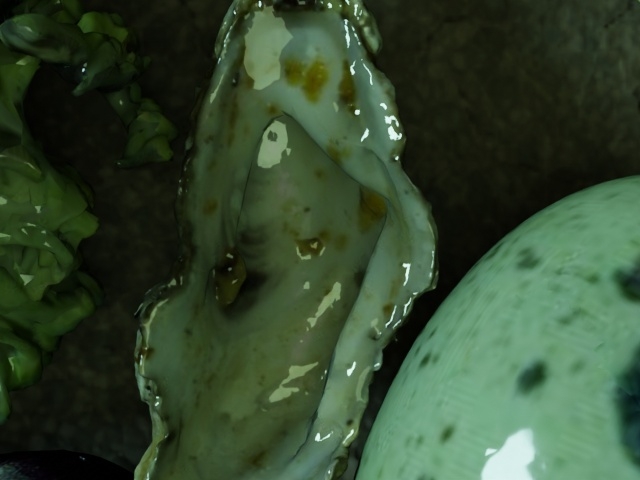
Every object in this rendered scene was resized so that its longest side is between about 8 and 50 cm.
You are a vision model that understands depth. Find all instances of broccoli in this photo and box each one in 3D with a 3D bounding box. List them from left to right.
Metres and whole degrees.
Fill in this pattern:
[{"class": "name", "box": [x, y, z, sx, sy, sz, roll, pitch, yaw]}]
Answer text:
[{"class": "broccoli", "box": [-0.247, -0.061, 0.590, 0.272, 0.324, 0.334, 12, 98, 40]}]

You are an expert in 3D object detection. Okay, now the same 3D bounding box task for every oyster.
[{"class": "oyster", "box": [-0.023, -0.006, 0.630, 0.166, 0.110, 0.341, -5, 79, 2]}]

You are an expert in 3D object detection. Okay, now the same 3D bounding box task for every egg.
[{"class": "egg", "box": [0.154, 0.156, 0.592, 0.287, 0.287, 0.379, 8, 101, -3]}]

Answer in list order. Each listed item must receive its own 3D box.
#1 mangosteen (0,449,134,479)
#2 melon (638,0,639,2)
[{"class": "mangosteen", "box": [-0.145, 0.239, 0.651, 0.211, 0.211, 0.250, -27, 128, 2]}, {"class": "melon", "box": [0.195, -0.203, 0.666, 0.114, 0.053, 0.262, -16, 98, 8]}]
